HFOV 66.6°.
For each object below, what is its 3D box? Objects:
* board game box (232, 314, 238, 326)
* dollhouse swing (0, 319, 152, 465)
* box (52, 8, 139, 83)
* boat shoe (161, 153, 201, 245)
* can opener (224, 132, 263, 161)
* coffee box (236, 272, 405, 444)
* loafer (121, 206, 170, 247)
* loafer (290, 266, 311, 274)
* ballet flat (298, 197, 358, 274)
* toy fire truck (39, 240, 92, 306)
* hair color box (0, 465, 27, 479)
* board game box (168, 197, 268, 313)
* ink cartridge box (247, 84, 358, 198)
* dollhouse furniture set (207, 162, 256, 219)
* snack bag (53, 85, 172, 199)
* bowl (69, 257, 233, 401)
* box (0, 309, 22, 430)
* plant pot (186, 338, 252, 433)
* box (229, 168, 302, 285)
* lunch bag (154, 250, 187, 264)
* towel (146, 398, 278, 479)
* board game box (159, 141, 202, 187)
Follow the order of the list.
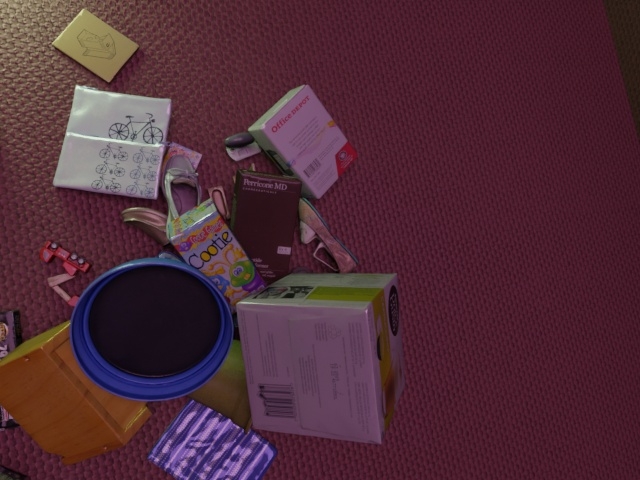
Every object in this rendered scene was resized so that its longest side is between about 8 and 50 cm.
[{"bbox_3d":[-0.177,0.265,1.546,0.201,0.136,0.035,9,80,-15],"label":"board game box"},{"bbox_3d":[-0.650,0.369,1.388,0.315,0.305,0.346,-24,110,18],"label":"dollhouse swing"},{"bbox_3d":[-0.717,-0.623,1.562,0.201,0.021,0.164,33,74,-10],"label":"box"},{"bbox_3d":[-0.414,-0.135,1.479,0.118,0.103,0.320,10,58,-31],"label":"boat shoe"},{"bbox_3d":[-0.190,-0.347,1.654,0.280,0.093,0.074,-25,89,-23],"label":"can opener"},{"bbox_3d":[0.023,0.283,1.293,0.338,0.334,0.337,-2,99,21],"label":"coffee box"},{"bbox_3d":[-0.486,-0.028,1.510,0.269,0.102,0.092,17,72,-15],"label":"loafer"},{"bbox_3d":[-0.021,0.238,1.609,0.112,0.111,0.319,-19,89,-19],"label":"loafer"},{"bbox_3d":[0.000,0.000,1.656,0.106,0.107,0.316,-41,94,-10],"label":"ballet flat"},{"bbox_3d":[-0.754,0.102,1.439,0.192,0.047,0.135,32,76,-10],"label":"toy fire truck"},{"bbox_3d":[-0.908,0.770,1.229,0.110,0.185,0.338,30,75,-10],"label":"hair color box"},{"bbox_3d":[-0.280,0.046,1.347,0.142,0.144,0.275,-33,116,-6],"label":"board game box"},{"bbox_3d":[-0.053,-0.323,1.622,0.226,0.131,0.306,-47,116,-16],"label":"ink cartridge box"},{"bbox_3d":[-0.278,-0.151,1.577,0.151,0.123,0.144,-15,87,-18],"label":"dollhouse furniture set"},{"bbox_3d":[-0.629,-0.306,1.498,0.323,0.037,0.342,8,80,0],"label":"snack bag"},{"bbox_3d":[-0.422,0.226,1.249,0.391,0.077,0.391,-4,108,-12],"label":"bowl"},{"bbox_3d":[-0.956,0.368,1.326,0.257,0.079,0.321,-8,85,-20],"label":"box"},{"bbox_3d":[-0.286,0.395,1.449,0.254,0.276,0.276,21,77,-1],"label":"plant pot"},{"bbox_3d":[-0.185,-0.018,1.518,0.191,0.143,0.381,5,101,-16],"label":"box"},{"bbox_3d":[-0.443,0.146,1.508,0.219,0.090,0.176,36,71,-11],"label":"lunch bag"},{"bbox_3d":[-0.324,0.659,1.499,0.336,0.040,0.243,40,73,-8],"label":"towel"},{"bbox_3d":[-0.463,-0.230,1.583,0.104,0.026,0.154,22,77,-13],"label":"board game box"}]
